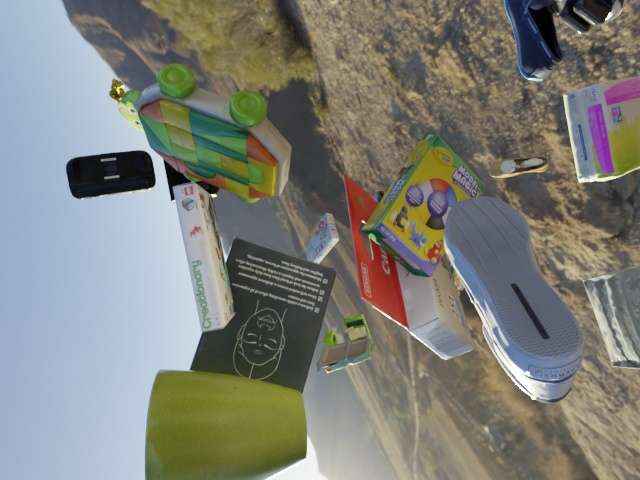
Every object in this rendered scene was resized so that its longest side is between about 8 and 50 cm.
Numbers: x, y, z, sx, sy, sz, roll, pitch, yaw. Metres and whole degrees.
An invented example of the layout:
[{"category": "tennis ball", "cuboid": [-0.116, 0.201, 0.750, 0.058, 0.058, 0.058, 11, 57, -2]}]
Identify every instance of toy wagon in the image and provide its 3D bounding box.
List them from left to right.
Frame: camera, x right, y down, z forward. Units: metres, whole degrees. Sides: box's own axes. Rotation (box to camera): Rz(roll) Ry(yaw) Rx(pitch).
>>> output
[{"category": "toy wagon", "cuboid": [-0.220, -0.183, 0.766, 0.344, 0.068, 0.267, 21, 155, 1]}]

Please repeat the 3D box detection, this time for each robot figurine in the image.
[{"category": "robot figurine", "cuboid": [0.794, -0.736, 1.218, 0.209, 0.278, 0.173, 30, 180, 42]}]

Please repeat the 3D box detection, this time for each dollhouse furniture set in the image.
[{"category": "dollhouse furniture set", "cuboid": [0.046, 0.165, 0.629, 0.152, 0.076, 0.059, -52, -55, -75]}]

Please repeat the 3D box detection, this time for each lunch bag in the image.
[{"category": "lunch bag", "cuboid": [0.762, 0.167, 0.965, 0.287, 0.168, 0.236, 82, 176, -78]}]

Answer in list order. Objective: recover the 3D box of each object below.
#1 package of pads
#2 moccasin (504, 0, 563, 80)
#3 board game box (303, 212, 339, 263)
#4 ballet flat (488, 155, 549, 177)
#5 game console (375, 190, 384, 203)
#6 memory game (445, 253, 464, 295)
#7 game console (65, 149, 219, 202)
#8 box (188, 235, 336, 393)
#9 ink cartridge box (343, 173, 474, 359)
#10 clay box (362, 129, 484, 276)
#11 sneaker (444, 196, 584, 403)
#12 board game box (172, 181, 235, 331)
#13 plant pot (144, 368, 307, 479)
[{"category": "package of pads", "cuboid": [0.732, -0.276, 1.073, 0.101, 0.296, 0.229, -6, 102, 56]}, {"category": "moccasin", "cuboid": [0.614, -0.625, 1.201, 0.117, 0.137, 0.342, 157, 101, -71]}, {"category": "board game box", "cuboid": [0.000, 0.000, 1.387, 0.154, 0.026, 0.104, -51, 41, 40]}, {"category": "ballet flat", "cuboid": [0.821, -0.314, 1.788, 0.073, 0.232, 0.080, 26, -123, -71]}, {"category": "game console", "cuboid": [0.257, 0.022, 1.391, 0.250, 0.173, 0.293, 77, -164, -65]}, {"category": "memory game", "cuboid": [0.320, 0.069, 1.044, 0.186, 0.012, 0.186, 10, -90, -89]}, {"category": "game console", "cuboid": [-0.444, -0.193, 1.093, 0.044, 0.361, 0.213, 151, 108, -74]}, {"category": "box", "cuboid": [-0.164, 0.228, 1.195, 0.212, 0.293, 0.396, 152, 136, -74]}, {"category": "ink cartridge box", "cuboid": [0.157, 0.030, 0.780, 0.261, 0.066, 0.296, 38, -147, -36]}, {"category": "clay box", "cuboid": [0.179, -0.067, 0.705, 0.127, 0.222, 0.053, 39, 165, -19]}, {"category": "sneaker", "cuboid": [0.192, 0.050, 0.466, 0.258, 0.094, 0.091, -86, -16, -51]}, {"category": "board game box", "cuboid": [-0.255, 0.036, 0.970, 0.193, 0.053, 0.306, 157, 101, -85]}, {"category": "plant pot", "cuboid": [-0.181, 0.395, 0.894, 0.275, 0.293, 0.275, 178, 90, -79]}]
